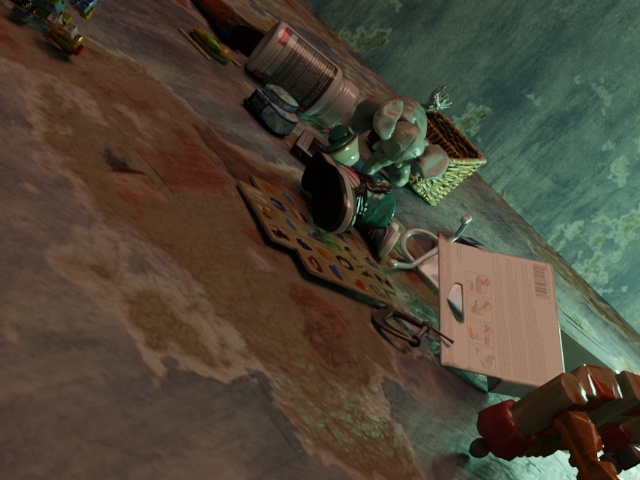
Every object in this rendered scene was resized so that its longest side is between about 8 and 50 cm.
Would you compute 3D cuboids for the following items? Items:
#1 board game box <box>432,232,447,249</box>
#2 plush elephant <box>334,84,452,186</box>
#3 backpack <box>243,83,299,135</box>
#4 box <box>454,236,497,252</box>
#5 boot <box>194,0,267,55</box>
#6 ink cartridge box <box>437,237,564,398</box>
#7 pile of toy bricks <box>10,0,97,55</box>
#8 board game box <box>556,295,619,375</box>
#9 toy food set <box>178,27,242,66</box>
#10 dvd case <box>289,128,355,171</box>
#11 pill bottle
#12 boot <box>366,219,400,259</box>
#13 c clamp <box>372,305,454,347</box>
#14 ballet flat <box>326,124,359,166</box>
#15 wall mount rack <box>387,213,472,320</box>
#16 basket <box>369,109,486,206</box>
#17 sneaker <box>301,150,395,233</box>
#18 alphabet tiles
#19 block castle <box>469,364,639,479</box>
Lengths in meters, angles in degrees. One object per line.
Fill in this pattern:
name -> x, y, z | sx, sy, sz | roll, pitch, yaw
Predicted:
board game box -> 0.339, 0.071, 2.013 | 0.145, 0.027, 0.281 | 43, 18, -3
plush elephant -> 0.202, -0.264, 2.148 | 0.272, 0.330, 0.255 | 46, 35, -12
backpack -> -0.101, -0.303, 1.852 | 0.114, 0.084, 0.105 | 51, 22, 17
box -> 0.496, 0.055, 2.262 | 0.225, 0.036, 0.136 | 30, 11, 25
boot -> -0.235, -0.612, 2.324 | 0.264, 0.096, 0.280 | 12, 27, -44
ink cartridge box -> 0.342, 0.154, 1.580 | 0.261, 0.066, 0.296 | 13, 53, -10
pile of toy bricks -> -0.458, -0.394, 1.325 | 0.212, 0.118, 0.105 | 33, -21, 4
board game box -> 0.646, 0.251, 2.133 | 0.224, 0.097, 0.303 | 38, 19, -13
toy food set -> -0.267, -0.499, 2.020 | 0.132, 0.038, 0.192 | 45, 18, 9
dvd case -> 0.036, -0.164, 1.910 | 0.239, 0.029, 0.179 | 39, 18, -8
pill bottle -> -0.045, -0.441, 2.156 | 0.283, 0.161, 0.161 | 36, 19, -19
boot -> 0.117, -0.019, 1.711 | 0.086, 0.069, 0.190 | 33, 12, -2
c clamp -> 0.162, 0.154, 1.419 | 0.137, 0.022, 0.161 | 33, 17, 18
ballet flat -> 0.062, -0.221, 1.932 | 0.086, 0.086, 0.248 | 39, 18, -11
wall mount rack -> 0.292, 0.092, 1.728 | 0.304, 0.130, 0.350 | -30, 69, -37
basket -> 0.315, -0.297, 2.448 | 0.213, 0.223, 0.299 | 35, 18, -46
sneaker -> 0.070, -0.070, 1.589 | 0.178, 0.123, 0.295 | 23, 20, -20
alphabet tiles -> 0.000, 0.000, 1.474 | 0.343, 0.011, 0.285 | 26, 22, -43
block castle -> 0.453, 0.386, 1.261 | 0.453, 0.213, 0.303 | 15, 43, -42
